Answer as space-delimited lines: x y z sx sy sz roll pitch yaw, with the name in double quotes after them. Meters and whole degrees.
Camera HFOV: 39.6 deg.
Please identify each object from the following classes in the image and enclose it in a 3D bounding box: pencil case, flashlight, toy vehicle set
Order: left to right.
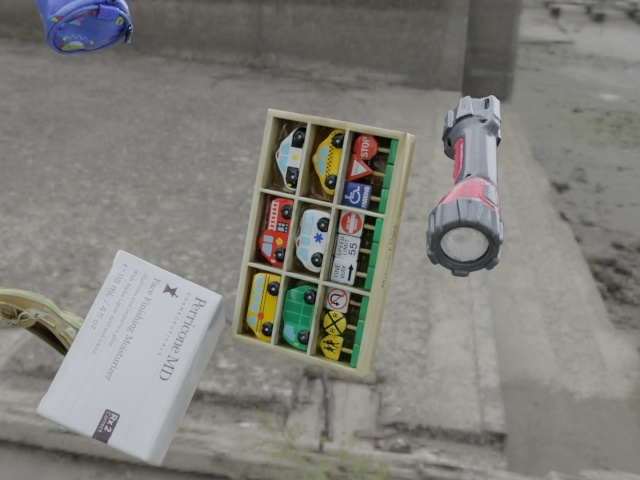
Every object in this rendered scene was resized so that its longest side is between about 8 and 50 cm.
-0.370 -0.421 1.290 0.133 0.306 0.119 -28 -15 31 "pencil case"
0.000 0.000 0.982 0.166 0.267 0.035 12 6 23 "toy vehicle set"
0.201 -0.083 1.233 0.103 0.103 0.304 2 39 7 "flashlight"

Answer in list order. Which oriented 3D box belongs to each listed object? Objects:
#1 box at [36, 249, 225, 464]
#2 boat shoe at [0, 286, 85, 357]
-0.190 0.131 0.941 0.119 0.181 0.182 23 -16 1 "box"
-0.337 0.097 1.054 0.056 0.048 0.153 0 -25 27 "boat shoe"
